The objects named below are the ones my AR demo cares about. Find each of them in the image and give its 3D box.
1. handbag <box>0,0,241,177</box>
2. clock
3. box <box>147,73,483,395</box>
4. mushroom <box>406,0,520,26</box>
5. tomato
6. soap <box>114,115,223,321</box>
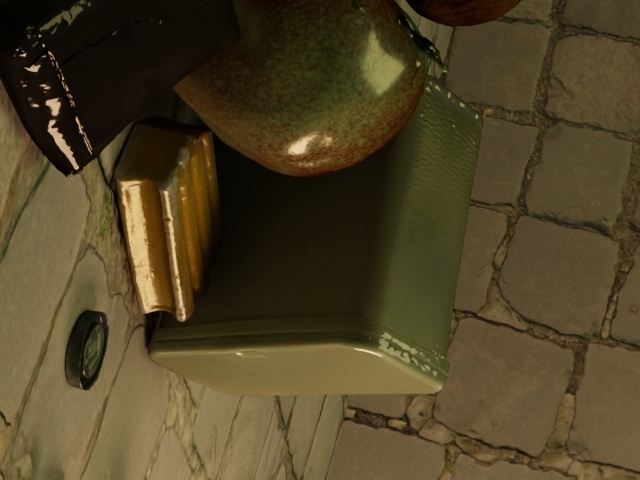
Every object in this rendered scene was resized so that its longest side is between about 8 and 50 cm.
[{"bbox_3d":[-0.171,-0.179,1.455,0.223,0.080,0.247,-46,159,-15],"label":"handbag"},{"bbox_3d":[-0.241,0.113,1.754,0.085,0.017,0.085,11,90,-79],"label":"clock"},{"bbox_3d":[0.000,0.000,1.996,0.177,0.352,0.343,33,61,-42],"label":"box"},{"bbox_3d":[0.089,-0.408,1.799,0.331,0.356,0.334,99,1,-53],"label":"mushroom"},{"bbox_3d":[-0.033,-0.201,1.780,0.239,0.303,0.303,-42,169,4],"label":"tomato"},{"bbox_3d":[-0.163,-0.035,1.856,0.232,0.073,0.140,87,15,-51],"label":"soap"}]
